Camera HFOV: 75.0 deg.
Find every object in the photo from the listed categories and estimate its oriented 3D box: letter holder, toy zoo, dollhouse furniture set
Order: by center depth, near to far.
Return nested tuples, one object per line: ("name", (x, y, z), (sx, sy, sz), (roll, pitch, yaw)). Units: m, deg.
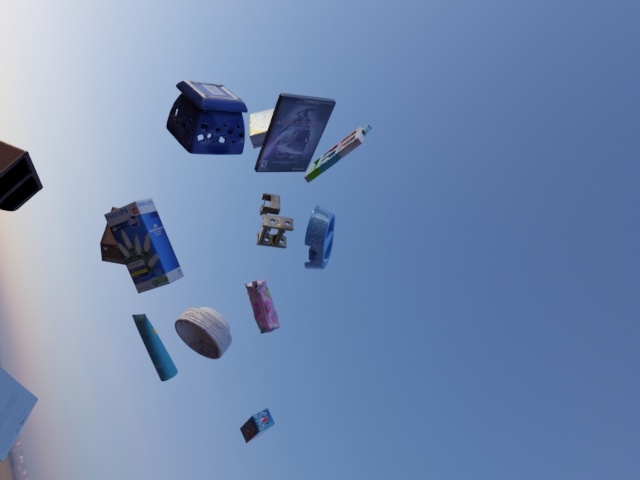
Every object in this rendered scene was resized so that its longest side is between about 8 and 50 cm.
("letter holder", (-0.983, -0.183, 1.129), (0.302, 0.214, 0.152), (23, -38, 0))
("toy zoo", (0.071, -0.337, 1.566), (0.293, 0.192, 0.030), (-34, -73, 21))
("dollhouse furniture set", (-0.192, -0.083, 1.757), (0.129, 0.129, 0.183), (117, -24, -47))

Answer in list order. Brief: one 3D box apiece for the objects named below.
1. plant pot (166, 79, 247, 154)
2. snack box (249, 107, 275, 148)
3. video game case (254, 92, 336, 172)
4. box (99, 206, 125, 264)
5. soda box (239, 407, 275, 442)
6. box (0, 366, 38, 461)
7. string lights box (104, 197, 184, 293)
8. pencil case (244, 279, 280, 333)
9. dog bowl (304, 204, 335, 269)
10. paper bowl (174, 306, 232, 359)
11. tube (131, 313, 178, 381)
("plant pot", (-0.424, -0.470, 1.583), (0.236, 0.236, 0.212), (44, -52, 33))
("snack box", (-0.216, -0.495, 1.806), (0.207, 0.175, 0.070), (-97, 173, -47))
("video game case", (-0.083, -0.329, 1.316), (0.026, 0.196, 0.274), (58, -42, 30))
("box", (-0.878, -0.014, 1.887), (0.167, 0.169, 0.203), (128, -31, -52))
("soda box", (-0.249, 0.723, 1.624), (0.067, 0.071, 0.210), (58, -37, 22))
("box", (-0.881, 0.387, 0.994), (0.345, 0.215, 0.168), (108, -5, -52))
("string lights box", (-0.531, 0.017, 1.263), (0.133, 0.077, 0.259), (-18, -82, 21))
("pencil case", (-0.306, 0.345, 2.204), (0.124, 0.124, 0.284), (-16, -90, 52))
("dog bowl", (0.000, 0.000, 1.600), (0.074, 0.166, 0.297), (16, -38, 9))
("paper bowl", (-0.567, 0.444, 2.074), (0.284, 0.148, 0.284), (19, -44, 19))
("tube", (-0.476, 0.302, 1.192), (0.080, 0.052, 0.207), (-13, -75, 34))
